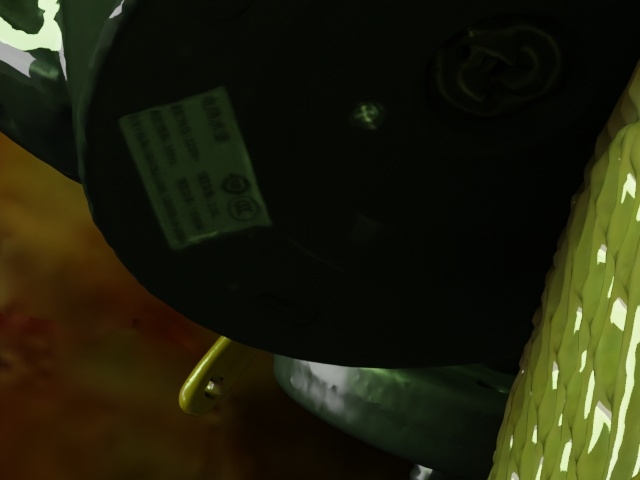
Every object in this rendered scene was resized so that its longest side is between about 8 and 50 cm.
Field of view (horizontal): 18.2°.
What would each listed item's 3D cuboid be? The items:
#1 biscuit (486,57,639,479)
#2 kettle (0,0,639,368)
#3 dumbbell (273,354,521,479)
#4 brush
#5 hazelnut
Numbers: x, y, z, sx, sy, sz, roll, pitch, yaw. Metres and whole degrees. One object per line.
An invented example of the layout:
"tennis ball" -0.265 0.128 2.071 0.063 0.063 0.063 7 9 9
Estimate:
"biscuit" 0.075 0.068 0.404 0.259 0.079 0.259 14 -90 -90
"kettle" -0.010 -0.130 0.556 0.207 0.268 0.290 80 176 -52
"dumbbell" 0.071 -0.013 0.712 0.143 0.143 0.325 -68 -7 -79
"brush" 0.000 0.000 0.764 0.170 0.014 0.043 -51 -44 -17
"hazelnut" -0.083 0.064 0.949 0.421 0.421 0.352 -32 -47 -88
